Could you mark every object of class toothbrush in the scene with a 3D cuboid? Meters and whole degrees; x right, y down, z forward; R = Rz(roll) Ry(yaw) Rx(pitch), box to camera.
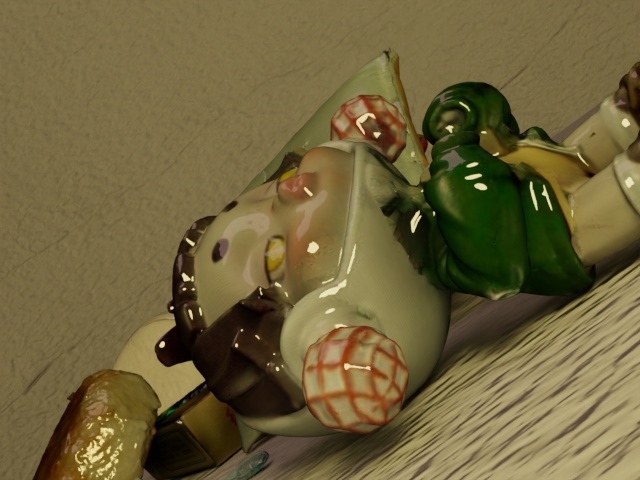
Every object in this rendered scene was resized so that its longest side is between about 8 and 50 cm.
[{"bbox_3d":[-0.118,0.221,0.721,0.193,0.013,0.019,-36,8,12],"label":"toothbrush"}]

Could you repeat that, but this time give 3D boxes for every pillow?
[{"bbox_3d":[0.000,0.000,0.883,0.312,0.119,0.310,-46,36,26],"label":"pillow"}]

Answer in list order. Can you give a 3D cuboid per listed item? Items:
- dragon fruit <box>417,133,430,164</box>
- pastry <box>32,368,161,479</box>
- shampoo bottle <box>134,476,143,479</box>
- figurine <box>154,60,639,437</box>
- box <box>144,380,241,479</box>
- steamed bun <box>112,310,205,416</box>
[{"bbox_3d":[0.110,-0.034,1.167,0.273,0.218,0.198,-30,33,-32],"label":"dragon fruit"},{"bbox_3d":[-0.238,0.226,0.947,0.192,0.093,0.182,-40,30,58],"label":"pastry"},{"bbox_3d":[-0.227,0.276,0.774,0.204,0.065,0.065,-36,-1,-13],"label":"shampoo bottle"},{"bbox_3d":[0.056,0.004,0.555,0.370,0.167,0.281,-27,32,25],"label":"figurine"},{"bbox_3d":[-0.114,0.190,1.016,0.159,0.071,0.240,-38,1,-31],"label":"box"},{"bbox_3d":[-0.192,0.195,1.275,0.228,0.177,0.131,-42,-25,26],"label":"steamed bun"}]
